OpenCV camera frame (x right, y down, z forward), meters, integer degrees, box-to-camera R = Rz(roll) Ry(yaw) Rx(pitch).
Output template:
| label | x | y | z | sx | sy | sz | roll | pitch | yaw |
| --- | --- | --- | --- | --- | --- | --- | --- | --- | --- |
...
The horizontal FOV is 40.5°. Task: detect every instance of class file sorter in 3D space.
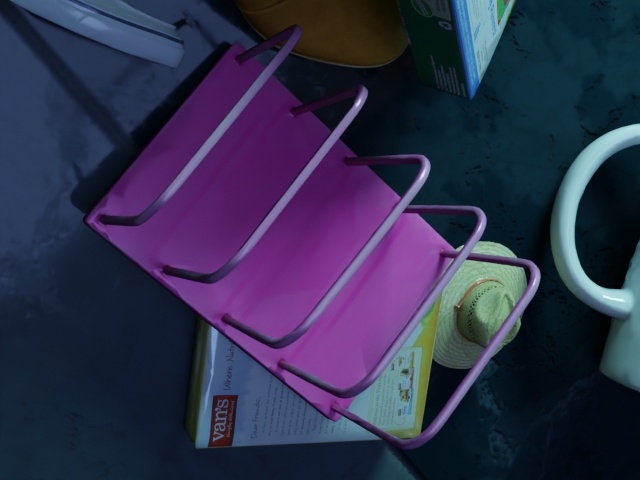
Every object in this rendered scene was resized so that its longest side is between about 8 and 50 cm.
| label | x | y | z | sx | sy | sz | roll | pitch | yaw |
| --- | --- | --- | --- | --- | --- | --- | --- | --- | --- |
| file sorter | 0.000 | 0.000 | 0.700 | 0.291 | 0.182 | 0.202 | 42 | 76 | -19 |

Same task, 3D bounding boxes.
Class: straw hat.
| label | x | y | z | sx | sy | sz | roll | pitch | yaw |
| --- | --- | --- | --- | --- | --- | --- | --- | --- | --- |
| straw hat | 0.176 | 0.078 | 0.903 | 0.145 | 0.061 | 0.144 | -6 | 107 | -21 |

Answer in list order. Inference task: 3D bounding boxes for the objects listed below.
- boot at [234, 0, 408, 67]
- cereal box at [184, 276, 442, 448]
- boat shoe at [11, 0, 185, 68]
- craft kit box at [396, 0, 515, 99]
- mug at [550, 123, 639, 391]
| label | x | y | z | sx | sy | sz | roll | pitch | yaw |
| --- | --- | --- | --- | --- | --- | --- | --- | --- | --- |
| boot | -0.007 | -0.217 | 0.652 | 0.295 | 0.211 | 0.104 | 23 | 86 | -27 |
| cereal box | -0.004 | 0.110 | 0.840 | 0.240 | 0.047 | 0.172 | 4 | 101 | -23 |
| boat shoe | -0.198 | -0.203 | 0.649 | 0.226 | 0.083 | 0.075 | 21 | 97 | -26 |
| craft kit box | 0.131 | -0.272 | 0.665 | 0.246 | 0.061 | 0.250 | -62 | 160 | -10 |
| mug | 0.428 | 0.010 | 0.902 | 0.374 | 0.276 | 0.327 | 17 | 92 | 4 |
